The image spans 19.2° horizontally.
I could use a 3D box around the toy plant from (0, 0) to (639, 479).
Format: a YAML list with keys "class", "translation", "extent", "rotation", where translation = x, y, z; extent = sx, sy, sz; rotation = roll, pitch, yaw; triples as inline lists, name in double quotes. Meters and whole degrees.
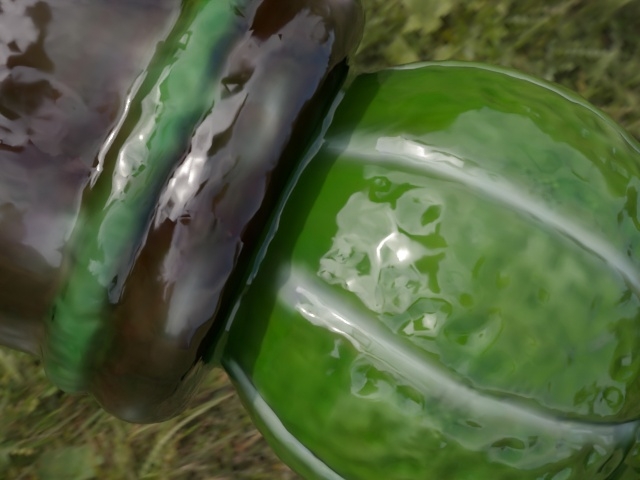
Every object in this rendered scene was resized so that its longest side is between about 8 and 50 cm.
- class: "toy plant"
  translation: [0.000, 0.000, 0.353]
  extent: [0.162, 0.093, 0.093]
  rotation: [25, 70, -3]
